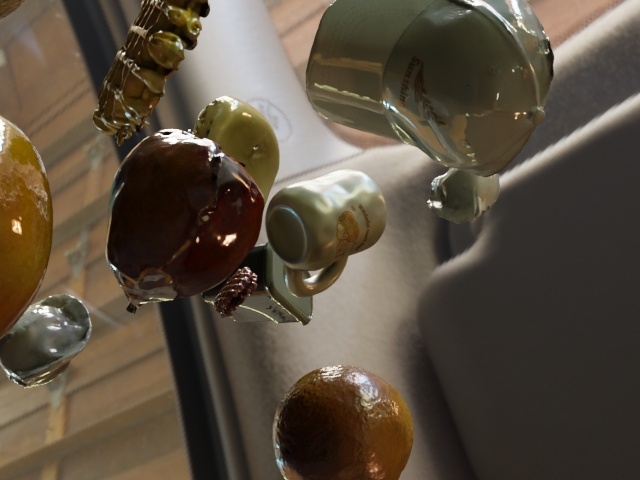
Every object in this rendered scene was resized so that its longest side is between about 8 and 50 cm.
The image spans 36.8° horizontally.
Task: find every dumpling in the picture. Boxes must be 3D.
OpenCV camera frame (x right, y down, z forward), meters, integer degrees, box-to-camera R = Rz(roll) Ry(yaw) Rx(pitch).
[{"bbox_3d":[0.274,-0.101,1.834,0.127,0.108,0.188,-3,-128,42],"label":"dumpling"},{"bbox_3d":[-0.635,0.210,2.185,0.227,0.175,0.243,-36,-111,-8],"label":"dumpling"}]

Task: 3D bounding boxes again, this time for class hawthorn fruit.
[{"bbox_3d":[-0.265,-0.046,1.784,0.324,0.308,0.308,-36,-148,-22],"label":"hawthorn fruit"}]

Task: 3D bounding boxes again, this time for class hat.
[{"bbox_3d":[0.133,-0.213,1.247,0.168,0.301,0.258,-109,-151,-63],"label":"hat"}]

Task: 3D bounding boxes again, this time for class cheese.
[{"bbox_3d":[-0.188,-0.178,2.048,0.128,0.316,0.260,4,-120,23],"label":"cheese"}]

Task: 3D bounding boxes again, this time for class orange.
[{"bbox_3d":[0.044,0.350,1.708,0.264,0.264,0.264,-27,-134,32],"label":"orange"}]

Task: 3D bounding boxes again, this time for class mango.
[{"bbox_3d":[-0.399,-0.019,0.980,0.264,0.221,0.378,-45,-149,3],"label":"mango"}]

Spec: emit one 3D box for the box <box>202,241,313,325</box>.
[{"bbox_3d":[-0.138,0.102,2.144,0.178,0.274,0.138,-7,-114,16],"label":"box"}]

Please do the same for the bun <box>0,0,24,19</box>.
[{"bbox_3d":[-0.539,-0.443,1.472,0.141,0.239,0.239,46,-78,11],"label":"bun"}]

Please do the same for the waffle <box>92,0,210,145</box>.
[{"bbox_3d":[-0.226,-0.269,1.304,0.329,0.062,0.329,-46,-151,36],"label":"waffle"}]

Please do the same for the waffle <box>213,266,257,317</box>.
[{"bbox_3d":[-0.121,0.072,1.355,0.075,0.029,0.083,-42,-164,12],"label":"waffle"}]

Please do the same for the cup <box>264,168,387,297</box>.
[{"bbox_3d":[-0.010,-0.017,1.924,0.173,0.202,0.255,55,-41,17],"label":"cup"}]
